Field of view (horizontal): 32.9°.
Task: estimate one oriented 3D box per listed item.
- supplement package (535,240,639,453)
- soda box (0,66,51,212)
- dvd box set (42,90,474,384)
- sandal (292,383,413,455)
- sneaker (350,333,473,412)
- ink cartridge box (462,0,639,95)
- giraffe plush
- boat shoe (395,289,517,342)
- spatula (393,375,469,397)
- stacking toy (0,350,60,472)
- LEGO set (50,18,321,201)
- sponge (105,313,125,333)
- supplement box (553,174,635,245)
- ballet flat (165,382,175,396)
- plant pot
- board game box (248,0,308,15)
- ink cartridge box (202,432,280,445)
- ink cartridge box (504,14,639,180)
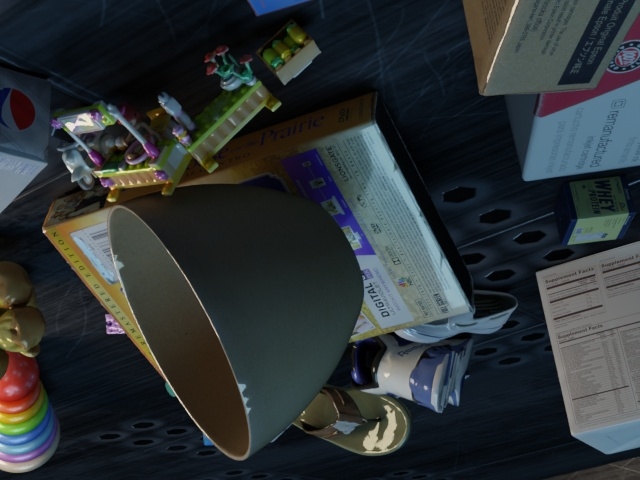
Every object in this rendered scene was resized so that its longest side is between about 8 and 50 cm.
[{"bbox_3d":[0.477,0.167,1.664,0.198,0.263,0.199,-19,154,23],"label":"supplement package"},{"bbox_3d":[-0.374,-0.067,1.097,0.091,0.098,0.286,14,148,-35],"label":"soda box"},{"bbox_3d":[-0.067,0.018,1.276,0.420,0.062,0.308,-17,128,20],"label":"dvd box set"},{"bbox_3d":[0.011,0.303,1.896,0.302,0.120,0.086,15,-172,13],"label":"sandal"},{"bbox_3d":[0.153,0.210,1.866,0.182,0.127,0.315,14,180,17],"label":"sneaker"},{"bbox_3d":[0.143,-0.240,0.684,0.088,0.235,0.193,-4,157,-6],"label":"ink cartridge box"},{"bbox_3d":[-0.434,0.100,1.411,0.210,0.181,0.170,-25,174,13],"label":"giraffe plush"},{"bbox_3d":[0.210,0.104,1.698,0.226,0.083,0.076,-4,147,-37],"label":"boat shoe"},{"bbox_3d":[0.176,0.289,2.090,0.168,0.019,0.242,-14,172,27],"label":"spatula"},{"bbox_3d":[-0.511,0.267,1.796,0.141,0.141,0.330,-2,150,-11],"label":"stacking toy"},{"bbox_3d":[-0.145,-0.129,1.009,0.287,0.132,0.107,-23,131,25],"label":"LEGO set"},{"bbox_3d":[-0.191,0.114,1.551,0.210,0.031,0.117,-5,174,30],"label":"sponge"},{"bbox_3d":[0.358,-0.039,1.423,0.083,0.056,0.083,-7,156,-1],"label":"supplement box"},{"bbox_3d":[-0.223,0.225,1.876,0.052,0.057,0.168,-26,172,-33],"label":"ballet flat"},{"bbox_3d":[-0.069,0.055,1.117,0.191,0.284,0.284,-27,164,-23],"label":"plant pot"},{"bbox_3d":[-0.030,-0.274,0.819,0.145,0.027,0.281,-14,155,12],"label":"board game box"},{"bbox_3d":[-0.135,0.321,2.058,0.148,0.086,0.203,1,156,-18],"label":"ink cartridge box"},{"bbox_3d":[0.361,-0.200,0.930,0.384,0.160,0.279,-8,156,1],"label":"ink cartridge box"}]
